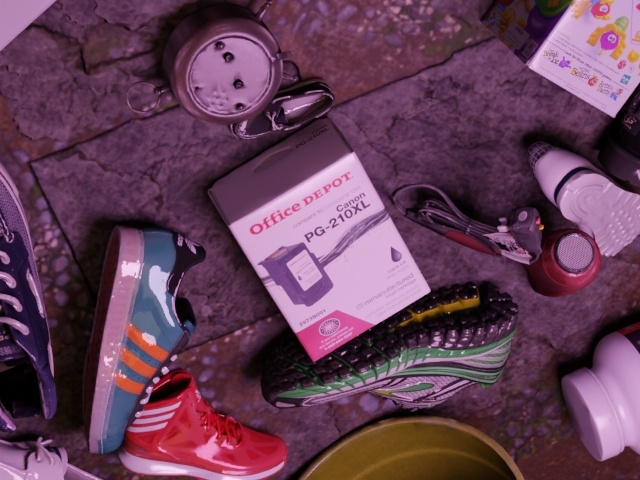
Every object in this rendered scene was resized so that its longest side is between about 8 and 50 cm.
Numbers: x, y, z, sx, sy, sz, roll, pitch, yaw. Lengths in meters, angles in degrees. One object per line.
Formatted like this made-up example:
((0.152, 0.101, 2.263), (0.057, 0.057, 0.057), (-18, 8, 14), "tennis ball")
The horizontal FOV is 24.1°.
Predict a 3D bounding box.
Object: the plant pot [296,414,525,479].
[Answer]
((0.163, 0.481, 2.012), (0.366, 0.366, 0.353), (-34, 136, 1), "plant pot")

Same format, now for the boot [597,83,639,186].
((0.538, -0.168, 1.870), (0.348, 0.131, 0.260), (11, 115, -24), "boot")

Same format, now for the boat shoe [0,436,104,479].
((-0.348, 0.286, 1.842), (0.088, 0.096, 0.267), (-46, 124, 5), "boat shoe")

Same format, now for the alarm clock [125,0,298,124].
((-0.125, -0.185, 1.668), (0.192, 0.064, 0.129), (-21, 124, -3), "alarm clock")

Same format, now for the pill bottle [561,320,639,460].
((0.498, 0.179, 2.028), (0.323, 0.181, 0.181), (-21, 124, -7), "pill bottle")

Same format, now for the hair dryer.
((0.241, -0.003, 1.861), (0.293, 0.224, 0.080), (39, 74, -47), "hair dryer")

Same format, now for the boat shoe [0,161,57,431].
((-0.364, 0.052, 1.659), (0.127, 0.158, 0.340), (-20, 124, -8), "boat shoe")

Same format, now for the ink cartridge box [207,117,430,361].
((0.000, 0.000, 1.794), (0.172, 0.100, 0.237), (-31, 125, -1), "ink cartridge box")

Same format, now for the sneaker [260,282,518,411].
((0.092, 0.167, 1.905), (0.344, 0.134, 0.146), (-10, 122, -15), "sneaker")

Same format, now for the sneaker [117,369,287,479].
((-0.137, 0.234, 1.892), (0.221, 0.087, 0.128), (2, 119, -22), "sneaker")

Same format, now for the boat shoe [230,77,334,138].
((-0.043, -0.147, 1.730), (0.125, 0.038, 0.046), (-21, 124, -7), "boat shoe")

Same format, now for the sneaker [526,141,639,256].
((0.340, -0.056, 1.899), (0.090, 0.095, 0.235), (-47, 143, 4), "sneaker")

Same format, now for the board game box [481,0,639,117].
((0.337, -0.308, 1.710), (0.144, 0.142, 0.275), (26, 108, -30), "board game box")

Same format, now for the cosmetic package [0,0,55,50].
((-0.376, -0.292, 1.460), (0.385, 0.156, 0.217), (-40, 124, 5), "cosmetic package")

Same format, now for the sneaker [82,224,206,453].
((-0.211, 0.128, 1.789), (0.121, 0.108, 0.302), (6, 115, -18), "sneaker")
